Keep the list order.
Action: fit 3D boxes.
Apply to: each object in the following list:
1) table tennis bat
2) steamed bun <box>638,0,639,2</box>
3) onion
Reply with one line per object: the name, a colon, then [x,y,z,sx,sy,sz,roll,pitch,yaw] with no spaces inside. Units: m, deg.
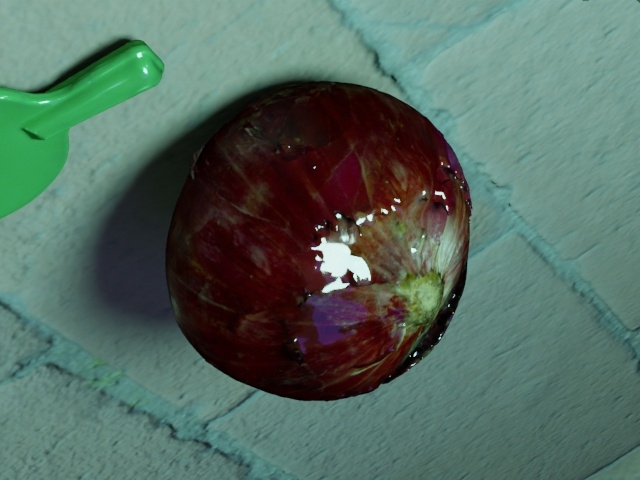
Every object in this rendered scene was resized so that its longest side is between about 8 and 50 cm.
table tennis bat: [-0.237,-0.083,1.361,0.257,0.039,0.160,-27,150,8]
steamed bun: [0.258,-0.321,1.209,0.394,0.237,0.346,-8,133,24]
onion: [0.000,0.000,1.485,0.276,0.276,0.276,-21,149,-13]
